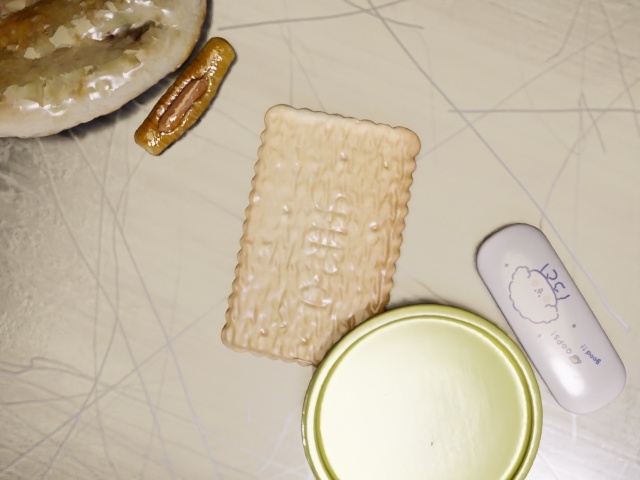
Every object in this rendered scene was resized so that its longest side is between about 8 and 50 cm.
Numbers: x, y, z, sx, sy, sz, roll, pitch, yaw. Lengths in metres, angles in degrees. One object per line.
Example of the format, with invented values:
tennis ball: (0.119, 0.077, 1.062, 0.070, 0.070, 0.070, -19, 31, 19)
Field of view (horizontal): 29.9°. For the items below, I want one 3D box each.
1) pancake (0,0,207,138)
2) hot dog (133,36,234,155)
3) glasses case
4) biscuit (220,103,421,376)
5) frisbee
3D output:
pancake: (-0.294, -0.281, 1.165, 0.386, 0.082, 0.387, 0, 88, 3)
hot dog: (-0.131, -0.141, 1.185, 0.044, 0.028, 0.137, 41, 93, -5)
glasses case: (0.221, 0.075, 1.153, 0.076, 0.049, 0.197, -30, 89, 5)
biscuit: (0.000, 0.000, 1.177, 0.160, 0.030, 0.250, 11, 92, 3)
frisbee: (0.099, 0.175, 1.165, 0.236, 0.017, 0.236, 0, 98, -3)
